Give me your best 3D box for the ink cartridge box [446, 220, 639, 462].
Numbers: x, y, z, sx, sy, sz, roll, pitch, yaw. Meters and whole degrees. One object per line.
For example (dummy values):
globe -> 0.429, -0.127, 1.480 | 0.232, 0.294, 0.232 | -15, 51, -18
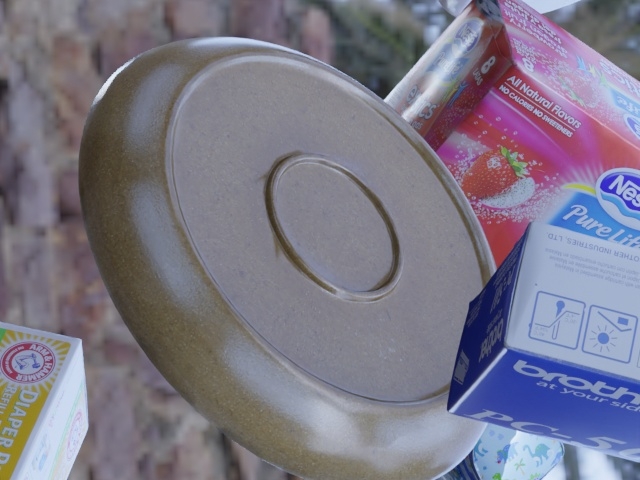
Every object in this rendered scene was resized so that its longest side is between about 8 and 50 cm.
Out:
ink cartridge box -> 0.153, 0.053, 0.649 | 0.097, 0.207, 0.046 | 112, -7, -72

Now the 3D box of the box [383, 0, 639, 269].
box -> 0.174, -0.037, 1.302 | 0.128, 0.257, 0.122 | -48, -156, 23

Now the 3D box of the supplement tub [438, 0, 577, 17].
supplement tub -> 0.120, -0.340, 1.366 | 0.207, 0.207, 0.338 | -41, -112, 61

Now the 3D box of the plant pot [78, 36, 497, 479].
plant pot -> 0.000, 0.000, 0.891 | 0.032, 0.236, 0.236 | -39, -125, 39

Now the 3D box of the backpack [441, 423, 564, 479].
backpack -> 0.145, 0.164, 1.676 | 0.114, 0.105, 0.084 | 56, -17, -16

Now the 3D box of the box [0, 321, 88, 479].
box -> -0.247, 0.162, 1.388 | 0.103, 0.114, 0.203 | 93, 11, -46
